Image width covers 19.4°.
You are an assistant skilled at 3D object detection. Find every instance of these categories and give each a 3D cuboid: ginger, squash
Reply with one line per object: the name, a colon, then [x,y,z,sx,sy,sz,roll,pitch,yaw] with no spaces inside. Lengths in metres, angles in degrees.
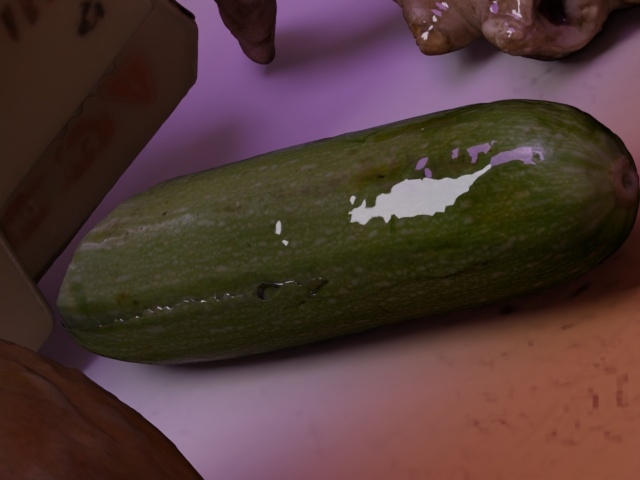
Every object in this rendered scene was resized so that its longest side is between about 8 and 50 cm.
ginger: [0.056,-0.102,0.727,0.288,0.075,0.089,2,55,38]
squash: [0.000,0.000,0.644,0.239,0.069,0.069,-13,39,35]

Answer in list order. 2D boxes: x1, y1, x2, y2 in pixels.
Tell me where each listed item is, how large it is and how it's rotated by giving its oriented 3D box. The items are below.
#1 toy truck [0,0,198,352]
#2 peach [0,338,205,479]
toy truck: [-0.224,0.000,0.697,0.405,0.254,0.180,-56,33,-4]
peach: [-0.109,0.116,0.503,0.214,0.214,0.235,-25,17,18]
